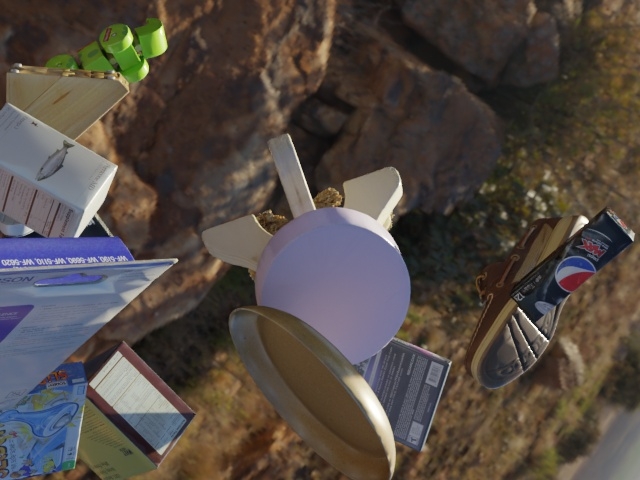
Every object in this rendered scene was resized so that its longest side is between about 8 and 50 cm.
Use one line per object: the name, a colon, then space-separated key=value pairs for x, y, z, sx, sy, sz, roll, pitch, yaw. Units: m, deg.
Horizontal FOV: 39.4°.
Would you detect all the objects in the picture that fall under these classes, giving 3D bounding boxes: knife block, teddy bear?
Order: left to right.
knife block: x=-0.483 y=-0.183 z=1.583 sx=0.276 sy=0.088 sz=0.242 roll=1 pitch=110 yaw=-14
teddy bear: x=0.000 y=0.000 z=1.930 sx=0.338 sy=0.113 sz=0.245 roll=-19 pitch=131 yaw=-5

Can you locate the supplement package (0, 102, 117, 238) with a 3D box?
supplement package: x=-0.400 y=-0.090 z=1.268 sx=0.105 sy=0.179 sz=0.105 roll=-52 pitch=-169 yaw=47

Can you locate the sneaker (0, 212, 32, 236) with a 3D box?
sneaker: x=-0.534 y=-0.056 z=1.684 sx=0.258 sy=0.094 sz=0.091 roll=-87 pitch=178 yaw=-64

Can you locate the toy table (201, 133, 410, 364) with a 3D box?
toy table: x=-0.004 y=0.015 z=1.063 sx=0.252 sy=0.161 sz=0.274 roll=-12 pitch=141 yaw=-11

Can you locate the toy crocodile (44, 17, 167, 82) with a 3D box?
toy crocodile: x=-0.478 y=-0.369 z=1.880 sx=0.341 sy=0.105 sz=0.115 roll=-30 pitch=141 yaw=-4

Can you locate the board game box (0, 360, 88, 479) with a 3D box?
board game box: x=-0.368 y=0.232 z=1.111 sx=0.136 sy=0.035 sz=0.201 roll=-6 pitch=139 yaw=-26

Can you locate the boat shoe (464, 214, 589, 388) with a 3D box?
boat shoe: x=0.314 y=0.088 z=1.442 sx=0.342 sy=0.123 sz=0.123 roll=-54 pitch=130 yaw=-23

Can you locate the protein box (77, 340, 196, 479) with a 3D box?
protein box: x=-0.384 y=0.327 z=1.680 sx=0.200 sy=0.201 sz=0.136 roll=-29 pitch=-162 yaw=44

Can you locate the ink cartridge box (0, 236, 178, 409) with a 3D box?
ink cartridge box: x=-0.274 y=0.069 z=0.745 sx=0.165 sy=0.065 sz=0.333 roll=-1 pitch=154 yaw=-45

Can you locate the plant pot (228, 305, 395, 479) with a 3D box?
plant pot: x=-0.005 y=0.155 z=0.925 sx=0.032 sy=0.236 sz=0.236 roll=-39 pitch=149 yaw=-23

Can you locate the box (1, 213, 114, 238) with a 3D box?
box: x=-0.522 y=0.018 z=1.839 sx=0.184 sy=0.045 sz=0.190 roll=-31 pitch=113 yaw=0

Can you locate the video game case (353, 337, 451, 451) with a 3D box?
video game case: x=0.097 y=0.267 z=1.729 sx=0.026 sy=0.274 sz=0.196 roll=-27 pitch=136 yaw=-62

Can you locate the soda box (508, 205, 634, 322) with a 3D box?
soda box: x=0.330 y=0.032 z=1.178 sx=0.169 sy=0.053 sz=0.060 roll=-45 pitch=174 yaw=23
